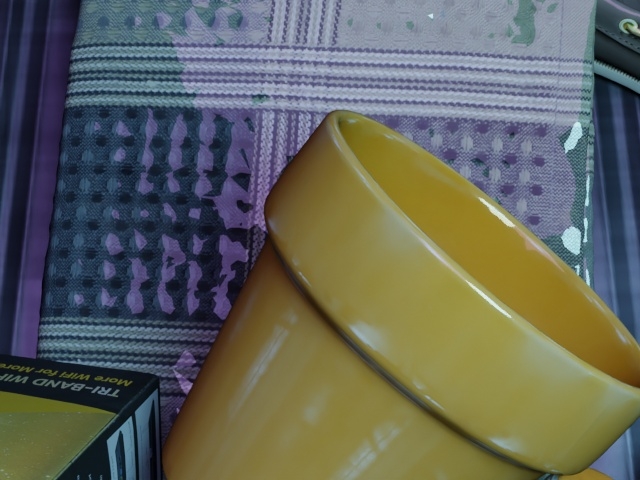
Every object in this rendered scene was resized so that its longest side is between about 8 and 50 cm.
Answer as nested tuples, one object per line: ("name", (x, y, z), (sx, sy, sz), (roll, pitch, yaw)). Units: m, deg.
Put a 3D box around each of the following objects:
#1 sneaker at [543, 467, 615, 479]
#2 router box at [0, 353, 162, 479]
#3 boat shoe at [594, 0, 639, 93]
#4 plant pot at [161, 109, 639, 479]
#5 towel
("sneaker", (0.131, 0.252, 0.750), (0.099, 0.121, 0.262), (-1, 73, -47))
("router box", (-0.265, 0.130, 0.737), (0.308, 0.081, 0.243), (5, 20, 15))
("boat shoe", (0.240, -0.151, 0.944), (0.324, 0.097, 0.117), (22, 65, 14))
("plant pot", (0.027, 0.072, 0.724), (0.205, 0.205, 0.188), (46, 105, 23))
("towel", (0.000, 0.000, 0.857), (0.324, 0.056, 0.312), (4, 81, 10))
